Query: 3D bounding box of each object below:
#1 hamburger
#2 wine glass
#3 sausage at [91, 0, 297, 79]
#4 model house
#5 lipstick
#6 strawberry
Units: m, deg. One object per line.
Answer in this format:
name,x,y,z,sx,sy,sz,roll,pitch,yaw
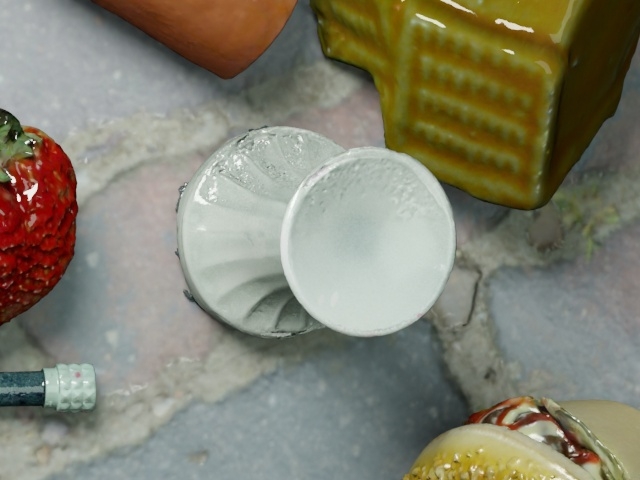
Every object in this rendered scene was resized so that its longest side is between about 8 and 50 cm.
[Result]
hamburger,0.179,0.256,1.363,0.170,0.302,0.302,-18,99,-28
wine glass,0.000,0.000,1.321,0.165,0.196,0.165,-2,95,-23
sausage,-0.137,-0.219,1.302,0.259,0.113,0.113,31,82,-21
model house,0.116,-0.162,1.393,0.268,0.173,0.239,23,98,10
lipstick,-0.220,0.106,1.329,0.116,0.037,0.037,1,93,-16
strawberry,-0.229,-0.016,1.279,0.131,0.131,0.148,-19,129,-19
